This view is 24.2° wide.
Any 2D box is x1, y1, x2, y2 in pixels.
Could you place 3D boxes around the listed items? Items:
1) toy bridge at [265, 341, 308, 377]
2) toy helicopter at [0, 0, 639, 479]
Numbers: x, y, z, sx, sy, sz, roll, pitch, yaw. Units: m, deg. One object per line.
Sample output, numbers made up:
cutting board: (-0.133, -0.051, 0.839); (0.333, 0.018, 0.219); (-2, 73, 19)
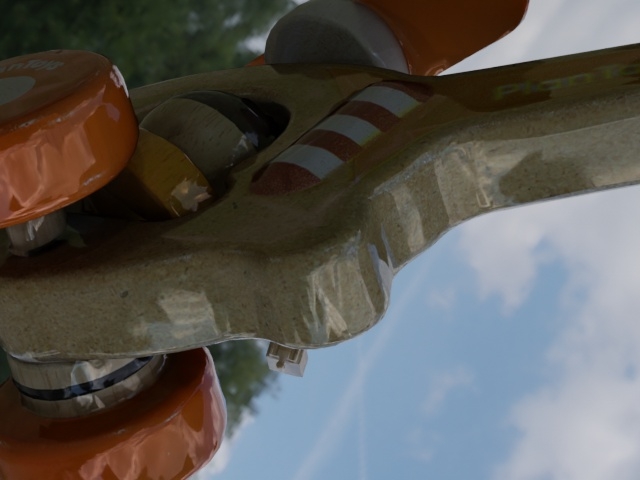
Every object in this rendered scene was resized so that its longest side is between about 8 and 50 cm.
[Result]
toy bridge: (0.000, 0.000, 0.998); (0.063, 0.026, 0.188); (82, 23, -66)
toy helicopter: (0.037, -0.037, 0.537); (0.355, 0.140, 0.235); (-9, -156, 14)
